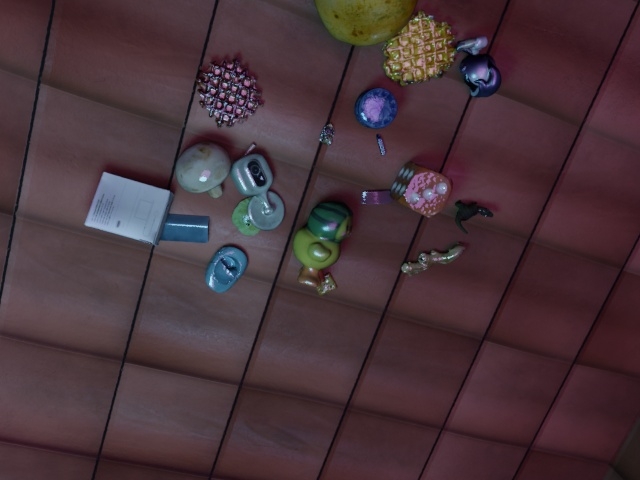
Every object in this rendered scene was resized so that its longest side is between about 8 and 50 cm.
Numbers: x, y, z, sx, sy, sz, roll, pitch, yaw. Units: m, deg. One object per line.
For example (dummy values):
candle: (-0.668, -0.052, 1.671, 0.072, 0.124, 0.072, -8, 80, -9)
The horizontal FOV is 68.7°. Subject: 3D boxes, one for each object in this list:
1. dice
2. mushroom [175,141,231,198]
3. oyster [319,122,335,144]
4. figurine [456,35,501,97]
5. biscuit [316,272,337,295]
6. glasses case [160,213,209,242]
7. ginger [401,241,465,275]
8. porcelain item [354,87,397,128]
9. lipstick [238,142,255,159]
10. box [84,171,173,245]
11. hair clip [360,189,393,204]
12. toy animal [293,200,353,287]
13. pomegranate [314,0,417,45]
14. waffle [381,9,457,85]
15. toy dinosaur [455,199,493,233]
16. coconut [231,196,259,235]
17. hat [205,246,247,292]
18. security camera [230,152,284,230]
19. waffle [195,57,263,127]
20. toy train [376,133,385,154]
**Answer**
dice: (0.390, -0.201, 1.820, 0.179, 0.175, 0.173, 26, 102, -10)
mushroom: (-0.412, -0.242, 1.707, 0.208, 0.207, 0.215, -22, 139, -1)
oyster: (0.028, -0.407, 1.788, 0.054, 0.019, 0.083, 14, 104, -11)
figurine: (0.596, -0.644, 1.737, 0.146, 0.145, 0.222, -18, 107, -2)
biscuit: (0.018, 0.184, 1.965, 0.083, 0.018, 0.081, -24, 109, 0)
glasses case: (-0.566, -0.045, 1.798, 0.266, 0.056, 0.105, 3, 105, -8)
ginger: (0.478, 0.074, 1.972, 0.288, 0.075, 0.089, -23, 103, 4)
porcelain item: (0.205, -0.489, 1.739, 0.147, 0.114, 0.147, -2, 106, -8)
lipstick: (-0.280, -0.328, 1.771, 0.019, 0.019, 0.094, 39, 98, -16)
box: (-0.684, -0.111, 1.697, 0.252, 0.106, 0.203, 16, 83, -8)
hair clip: (0.230, -0.173, 1.885, 0.138, 0.022, 0.054, -3, 110, -7)
toy animal: (-0.002, -0.002, 1.818, 0.191, 0.216, 0.338, 26, 100, 13)
pomegranate: (0.160, -0.837, 1.479, 0.417, 0.416, 0.416, -2, 107, -7)
waffle: (0.370, -0.695, 1.727, 0.262, 0.060, 0.280, 30, 100, -15)
toy dinosaur: (0.616, -0.107, 1.874, 0.187, 0.179, 0.087, -14, 109, -6)
coconut: (-0.282, -0.090, 1.824, 0.133, 0.055, 0.157, -3, 106, -8)
hat: (-0.380, 0.111, 1.863, 0.138, 0.078, 0.190, 40, 79, -25)
security camera: (-0.225, -0.178, 1.768, 0.157, 0.080, 0.301, -34, 110, -30)
waffle: (-0.331, -0.533, 1.687, 0.221, 0.055, 0.234, -30, 113, 0)
toy train: (0.235, -0.374, 1.828, 0.017, 0.017, 0.083, -21, 108, -2)
